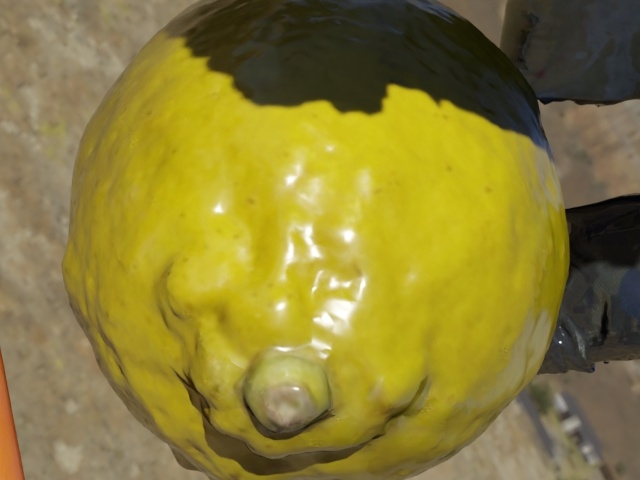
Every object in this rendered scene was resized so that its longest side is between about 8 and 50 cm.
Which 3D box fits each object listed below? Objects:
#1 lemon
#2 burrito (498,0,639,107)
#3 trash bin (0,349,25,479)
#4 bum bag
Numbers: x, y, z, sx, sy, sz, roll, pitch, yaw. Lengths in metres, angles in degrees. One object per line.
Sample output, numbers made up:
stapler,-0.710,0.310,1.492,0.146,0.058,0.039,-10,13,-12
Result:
lemon,0.001,-0.003,0.789,0.285,0.285,0.316,40,12,-46
burrito,0.230,-0.256,1.032,0.135,0.190,0.332,-98,-166,-51
trash bin,-0.150,0.111,0.438,0.161,0.184,0.239,-3,79,-28
bum bag,0.172,0.027,0.954,0.074,0.310,0.137,36,60,-30
